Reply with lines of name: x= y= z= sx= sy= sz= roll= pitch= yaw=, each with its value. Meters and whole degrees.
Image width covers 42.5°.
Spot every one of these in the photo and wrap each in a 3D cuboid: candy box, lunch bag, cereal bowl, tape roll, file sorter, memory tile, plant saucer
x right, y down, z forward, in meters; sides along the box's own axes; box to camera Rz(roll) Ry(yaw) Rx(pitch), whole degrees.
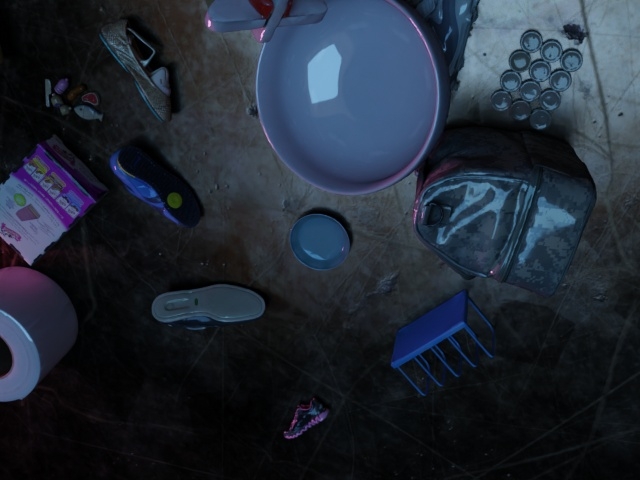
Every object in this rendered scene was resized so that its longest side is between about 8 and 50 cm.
candy box: x=-0.564 y=-0.080 z=1.673 sx=0.233 sy=0.071 sz=0.159 roll=-38 pitch=101 yaw=25
lunch bag: x=0.278 y=-0.069 z=1.345 sx=0.256 sy=0.305 sz=0.213 roll=17 pitch=114 yaw=2
cereal bowl: x=0.066 y=-0.251 z=1.377 sx=0.339 sy=0.141 sz=0.339 roll=7 pitch=104 yaw=27
tape roll: x=-0.672 y=0.200 z=1.773 sx=0.246 sy=0.169 sz=0.246 roll=5 pitch=114 yaw=12
file sorter: x=0.238 y=0.200 z=1.577 sx=0.170 sy=0.118 sz=0.104 roll=-36 pitch=105 yaw=25
memory tile: x=0.362 y=-0.269 z=1.390 sx=0.113 sy=0.012 sz=0.148 roll=25 pitch=118 yaw=2
plant saucer: x=0.000 y=0.000 z=1.597 sx=0.119 sy=0.021 sz=0.119 roll=6 pitch=116 yaw=12

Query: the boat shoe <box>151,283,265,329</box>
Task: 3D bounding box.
boat shoe: x=-0.225 y=0.143 z=1.700 sx=0.233 sy=0.084 sz=0.079 roll=-3 pitch=151 yaw=8

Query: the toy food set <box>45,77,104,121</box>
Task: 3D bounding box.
toy food set: x=-0.479 y=-0.274 z=1.593 sx=0.122 sy=0.019 sz=0.078 roll=11 pitch=116 yaw=9

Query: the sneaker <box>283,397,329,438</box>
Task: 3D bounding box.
sneaker: x=-0.039 y=0.379 z=1.770 sx=0.119 sy=0.047 sz=0.057 roll=-37 pitch=94 yaw=18

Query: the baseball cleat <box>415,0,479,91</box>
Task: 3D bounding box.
baseball cleat: x=0.197 y=-0.331 z=1.382 sx=0.109 sy=0.072 sz=0.206 roll=27 pitch=116 yaw=19

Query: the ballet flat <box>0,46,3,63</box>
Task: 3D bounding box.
ballet flat: x=-0.703 y=-0.475 z=1.511 sx=0.348 sy=0.123 sz=0.123 roll=43 pitch=116 yaw=-8

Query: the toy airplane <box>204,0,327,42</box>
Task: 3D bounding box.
toy airplane: x=-0.130 y=-0.477 z=1.209 sx=0.384 sy=0.386 sz=0.272 roll=19 pitch=129 yaw=4

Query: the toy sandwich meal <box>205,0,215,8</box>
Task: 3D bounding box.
toy sandwich meal: x=-0.163 y=-0.426 z=1.442 sx=0.085 sy=0.029 sz=0.086 roll=10 pitch=115 yaw=22

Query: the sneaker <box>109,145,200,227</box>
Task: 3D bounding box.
sneaker: x=-0.325 y=-0.100 z=1.618 sx=0.209 sy=0.069 sz=0.082 roll=42 pitch=150 yaw=-17

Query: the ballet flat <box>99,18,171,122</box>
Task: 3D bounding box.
ballet flat: x=-0.321 y=-0.315 z=1.510 sx=0.067 sy=0.073 sz=0.206 roll=-32 pitch=107 yaw=10
